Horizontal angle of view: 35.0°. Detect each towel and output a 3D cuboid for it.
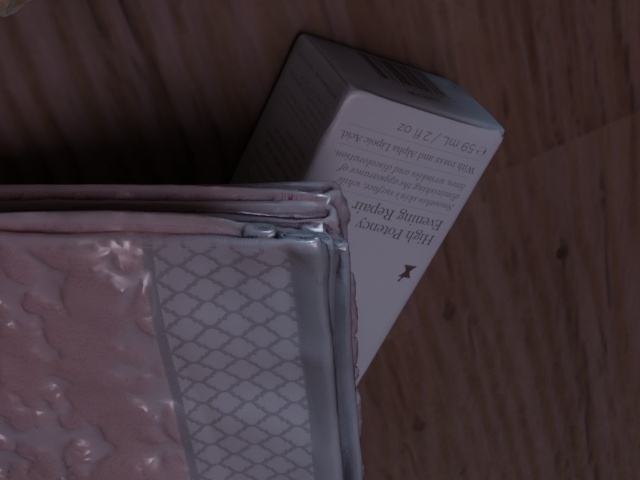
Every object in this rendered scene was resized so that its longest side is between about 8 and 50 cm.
[{"bbox_3d":[-0.131,0.111,0.601,0.317,0.053,0.331,-1,128,7],"label":"towel"}]

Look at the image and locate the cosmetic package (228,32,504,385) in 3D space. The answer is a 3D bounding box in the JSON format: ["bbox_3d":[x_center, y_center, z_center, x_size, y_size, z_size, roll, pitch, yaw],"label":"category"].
[{"bbox_3d":[0.000,0.000,0.631,0.117,0.085,0.231,11,118,-31],"label":"cosmetic package"}]

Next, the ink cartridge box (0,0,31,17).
[{"bbox_3d":[-0.070,-0.216,0.360,0.235,0.193,0.088,-42,129,8],"label":"ink cartridge box"}]
